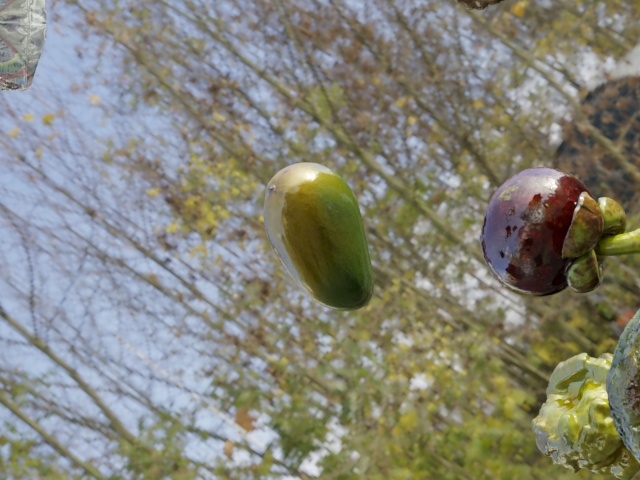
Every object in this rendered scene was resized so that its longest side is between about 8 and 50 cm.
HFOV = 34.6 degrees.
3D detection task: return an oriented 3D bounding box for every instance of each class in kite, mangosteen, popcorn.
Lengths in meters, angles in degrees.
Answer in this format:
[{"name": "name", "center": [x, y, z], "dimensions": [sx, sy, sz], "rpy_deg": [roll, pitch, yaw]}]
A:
[{"name": "kite", "center": [-0.407, -0.208, 0.977], "dimensions": [0.015, 0.285, 0.152], "rpy_deg": [105, 161, -64]}, {"name": "mangosteen", "center": [0.266, 0.005, 1.145], "dimensions": [0.156, 0.181, 0.146], "rpy_deg": [-9, -50, -62]}, {"name": "popcorn", "center": [0.403, 0.256, 1.487], "dimensions": [0.197, 0.155, 0.198], "rpy_deg": [-44, 23, 24]}]

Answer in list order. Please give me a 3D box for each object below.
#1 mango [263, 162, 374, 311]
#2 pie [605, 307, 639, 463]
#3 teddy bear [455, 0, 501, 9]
[{"name": "mango", "center": [0.000, 0.000, 1.594], "dimensions": [0.156, 0.114, 0.251], "rpy_deg": [-32, -71, -39]}, {"name": "pie", "center": [0.460, 0.161, 1.131], "dimensions": [0.277, 0.277, 0.078], "rpy_deg": [-55, -19, -7]}, {"name": "teddy bear", "center": [0.108, -0.310, 0.831], "dimensions": [0.296, 0.246, 0.222], "rpy_deg": [-60, -1, -12]}]
